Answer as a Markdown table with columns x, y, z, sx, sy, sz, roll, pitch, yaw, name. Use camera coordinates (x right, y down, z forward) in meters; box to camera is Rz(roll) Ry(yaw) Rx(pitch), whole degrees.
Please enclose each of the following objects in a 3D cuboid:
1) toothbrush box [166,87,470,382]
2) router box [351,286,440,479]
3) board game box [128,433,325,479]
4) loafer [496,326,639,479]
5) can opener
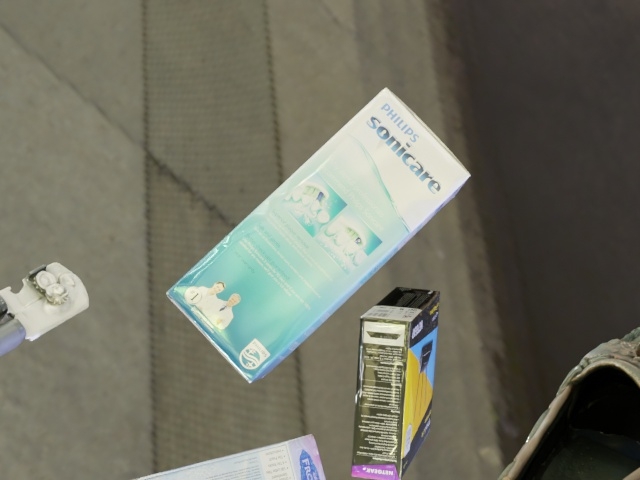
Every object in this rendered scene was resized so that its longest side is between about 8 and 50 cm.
| x | y | z | sx | sy | sz | roll | pitch | yaw | name |
| --- | --- | --- | --- | --- | --- | --- | --- | --- | --- |
| 0.000 | 0.000 | 1.508 | 0.126 | 0.295 | 0.216 | 46 | -3 | 3 | toothbrush box |
| 0.066 | 0.117 | 1.260 | 0.179 | 0.046 | 0.133 | -28 | 122 | -76 | router box |
| -0.107 | 0.431 | 1.852 | 0.066 | 0.318 | 0.318 | -6 | 80 | -56 | board game box |
| 0.161 | 0.107 | 0.788 | 0.267 | 0.096 | 0.084 | -44 | 136 | -44 | loafer |
| -0.395 | 0.111 | 1.781 | 0.074 | 0.093 | 0.280 | 50 | 45 | 7 | can opener |
